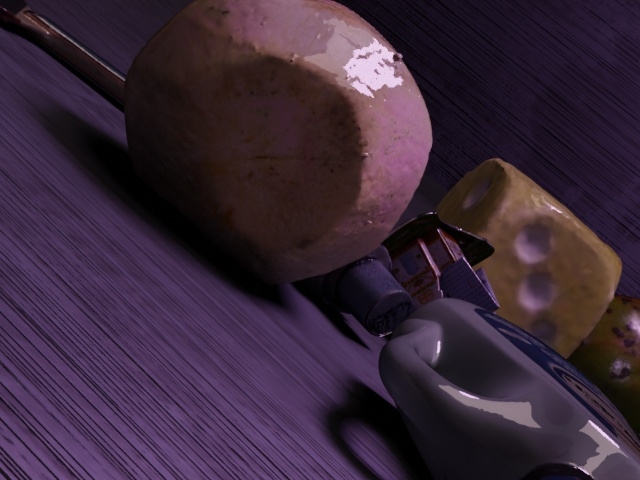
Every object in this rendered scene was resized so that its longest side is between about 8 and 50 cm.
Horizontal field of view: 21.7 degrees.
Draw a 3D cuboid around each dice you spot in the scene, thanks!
[{"bbox_3d":[0.197,0.030,1.736,0.166,0.169,0.169,37,8,-15],"label":"dice"}]

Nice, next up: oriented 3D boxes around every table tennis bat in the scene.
[{"bbox_3d":[-0.276,-0.210,1.427,0.301,0.022,0.173,37,7,-11],"label":"table tennis bat"}]

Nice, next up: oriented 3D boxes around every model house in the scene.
[{"bbox_3d":[0.100,0.054,1.431,0.088,0.117,0.167,61,15,25],"label":"model house"}]

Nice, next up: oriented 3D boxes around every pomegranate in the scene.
[{"bbox_3d":[0.326,0.128,1.882,0.156,0.156,0.220,36,4,-21],"label":"pomegranate"}]

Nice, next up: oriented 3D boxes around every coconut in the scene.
[{"bbox_3d":[-0.031,-0.088,1.231,0.237,0.197,0.237,33,13,-9],"label":"coconut"}]

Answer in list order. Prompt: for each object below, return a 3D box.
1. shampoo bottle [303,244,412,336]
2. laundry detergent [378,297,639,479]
[{"bbox_3d":[0.000,0.000,1.347,0.072,0.072,0.214,32,11,-46],"label":"shampoo bottle"},{"bbox_3d":[0.123,0.131,1.028,0.215,0.105,0.280,40,9,0],"label":"laundry detergent"}]
